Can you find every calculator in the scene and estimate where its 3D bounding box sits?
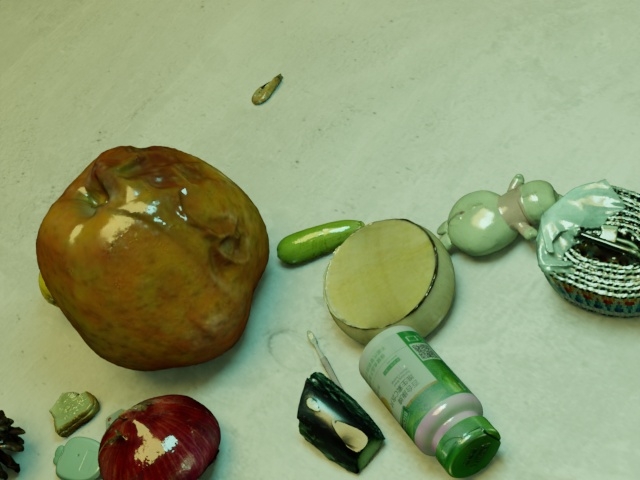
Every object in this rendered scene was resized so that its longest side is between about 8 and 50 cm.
[{"bbox_3d":[-0.492,0.445,1.855,0.153,0.021,0.095,3,61,35],"label":"calculator"}]

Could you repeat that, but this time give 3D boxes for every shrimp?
[{"bbox_3d":[-0.141,-0.393,2.364,0.059,0.023,0.108,16,62,46],"label":"shrimp"}]

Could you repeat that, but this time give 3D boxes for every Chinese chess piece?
[{"bbox_3d":[0.131,0.082,1.758,0.257,0.104,0.257,-15,54,22],"label":"Chinese chess piece"}]

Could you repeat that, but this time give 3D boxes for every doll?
[{"bbox_3d":[0.345,-0.049,1.763,0.275,0.113,0.154,-12,52,18],"label":"doll"}]

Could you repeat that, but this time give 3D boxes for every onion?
[{"bbox_3d":[-0.300,0.377,1.703,0.248,0.161,0.248,4,27,-2],"label":"onion"}]

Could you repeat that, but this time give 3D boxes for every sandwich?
[{"bbox_3d":[-0.521,0.357,1.941,0.105,0.035,0.093,-32,45,-1],"label":"sandwich"}]

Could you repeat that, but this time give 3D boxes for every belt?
[{"bbox_3d":[0.499,0.017,1.588,0.258,0.150,0.207,23,75,27],"label":"belt"}]

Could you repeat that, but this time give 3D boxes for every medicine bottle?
[{"bbox_3d":[0.187,0.276,1.569,0.133,0.133,0.274,-38,47,-5],"label":"medicine bottle"}]

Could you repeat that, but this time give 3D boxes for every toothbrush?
[{"bbox_3d":[0.014,0.244,1.764,0.014,0.017,0.194,-34,46,3],"label":"toothbrush"}]

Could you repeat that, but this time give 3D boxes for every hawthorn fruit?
[{"bbox_3d":[-0.326,0.025,1.830,0.472,0.471,0.471,-14,49,17],"label":"hawthorn fruit"}]

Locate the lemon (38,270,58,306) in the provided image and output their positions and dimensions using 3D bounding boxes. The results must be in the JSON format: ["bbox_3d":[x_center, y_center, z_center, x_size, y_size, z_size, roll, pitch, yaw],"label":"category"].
[{"bbox_3d":[-0.544,0.074,2.098,0.207,0.170,0.170,-38,46,-15],"label":"lemon"}]

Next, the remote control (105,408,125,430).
[{"bbox_3d":[-0.404,0.420,1.837,0.050,0.027,0.184,-31,41,10],"label":"remote control"}]

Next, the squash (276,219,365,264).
[{"bbox_3d":[0.000,0.000,1.941,0.201,0.066,0.066,-17,48,10],"label":"squash"}]

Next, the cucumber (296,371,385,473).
[{"bbox_3d":[0.021,0.326,1.649,0.193,0.085,0.115,36,80,32],"label":"cucumber"}]

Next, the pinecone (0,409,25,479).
[{"bbox_3d":[-0.735,0.454,1.858,0.244,0.244,0.309,13,77,35],"label":"pinecone"}]
